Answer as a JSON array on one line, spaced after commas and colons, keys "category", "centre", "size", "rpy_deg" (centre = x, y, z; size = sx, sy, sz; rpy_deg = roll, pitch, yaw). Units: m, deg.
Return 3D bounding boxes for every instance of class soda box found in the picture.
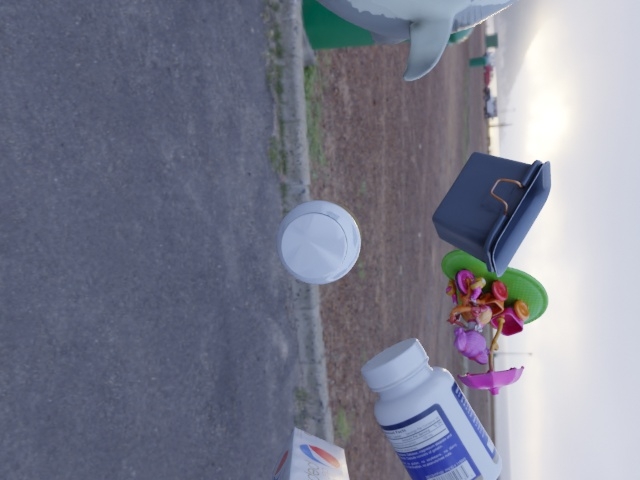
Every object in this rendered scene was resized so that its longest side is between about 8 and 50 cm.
[{"category": "soda box", "centre": [-0.014, 0.277, 0.625], "size": [0.216, 0.074, 0.069], "rpy_deg": [121, -6, -87]}]

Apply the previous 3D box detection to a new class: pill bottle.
[{"category": "pill bottle", "centre": [0.000, 0.000, 0.727], "size": [0.184, 0.103, 0.103], "rpy_deg": [-37, 124, -84]}, {"category": "pill bottle", "centre": [0.134, 0.224, 0.724], "size": [0.186, 0.112, 0.112], "rpy_deg": [60, 19, 2]}]

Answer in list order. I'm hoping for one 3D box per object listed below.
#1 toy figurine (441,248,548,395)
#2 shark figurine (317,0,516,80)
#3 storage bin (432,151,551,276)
[{"category": "toy figurine", "centre": [0.220, 0.120, 0.769], "size": [0.173, 0.130, 0.159], "rpy_deg": [41, 46, -18]}, {"category": "shark figurine", "centre": [0.040, -0.230, 0.530], "size": [0.116, 0.279, 0.166], "rpy_deg": [74, 40, -83]}, {"category": "storage bin", "centre": [0.197, -0.042, 0.675], "size": [0.135, 0.091, 0.098], "rpy_deg": [-57, 147, -13]}]
